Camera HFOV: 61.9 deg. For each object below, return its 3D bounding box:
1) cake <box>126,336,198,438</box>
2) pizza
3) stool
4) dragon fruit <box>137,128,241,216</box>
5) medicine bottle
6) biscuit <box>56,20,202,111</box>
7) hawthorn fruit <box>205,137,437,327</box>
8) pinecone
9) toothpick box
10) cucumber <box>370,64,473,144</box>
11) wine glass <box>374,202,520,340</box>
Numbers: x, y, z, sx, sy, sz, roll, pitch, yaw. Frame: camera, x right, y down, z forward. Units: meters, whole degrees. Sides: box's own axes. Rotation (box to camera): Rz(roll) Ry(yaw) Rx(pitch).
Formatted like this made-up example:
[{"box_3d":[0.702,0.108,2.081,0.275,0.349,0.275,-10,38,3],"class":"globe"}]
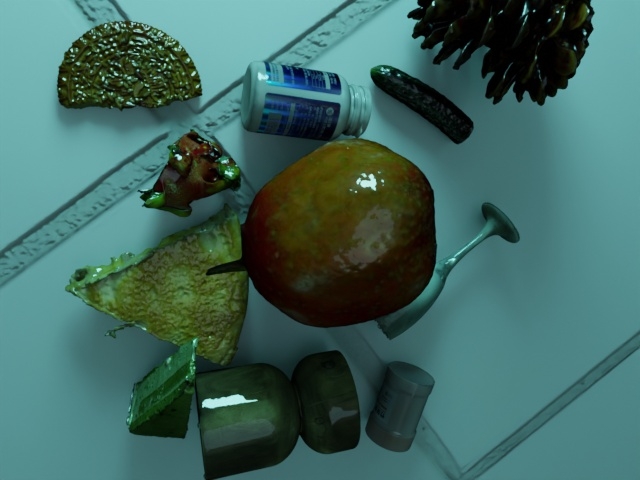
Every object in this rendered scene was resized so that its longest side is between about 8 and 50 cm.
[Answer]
[{"box_3d":[-0.220,0.242,0.861,0.099,0.100,0.235,22,136,-29],"class":"cake"},{"box_3d":[-0.256,0.065,0.872,0.288,0.075,0.279,8,100,-18],"class":"pizza"},{"box_3d":[-0.082,0.302,0.939,0.264,0.179,0.179,-7,108,-15],"class":"stool"},{"box_3d":[-0.191,-0.105,0.803,0.175,0.138,0.142,4,83,-30],"class":"dragon fruit"},{"box_3d":[-0.022,-0.214,0.836,0.192,0.107,0.106,3,105,-19],"class":"medicine bottle"},{"box_3d":[-0.284,-0.256,0.785,0.206,0.025,0.125,-9,109,-15],"class":"biscuit"},{"box_3d":[0.000,0.000,0.829,0.369,0.284,0.284,-18,112,1],"class":"hawthorn fruit"},{"box_3d":[0.270,-0.341,0.831,0.292,0.246,0.246,17,101,-2],"class":"pinecone"},{"box_3d":[0.159,0.330,1.067,0.099,0.098,0.148,14,101,-21],"class":"toothpick box"},{"box_3d":[0.175,-0.242,0.923,0.215,0.052,0.058,28,132,-21],"class":"cucumber"},{"box_3d":[0.170,-0.006,1.004,0.310,0.096,0.264,-38,90,-2],"class":"wine glass"}]
